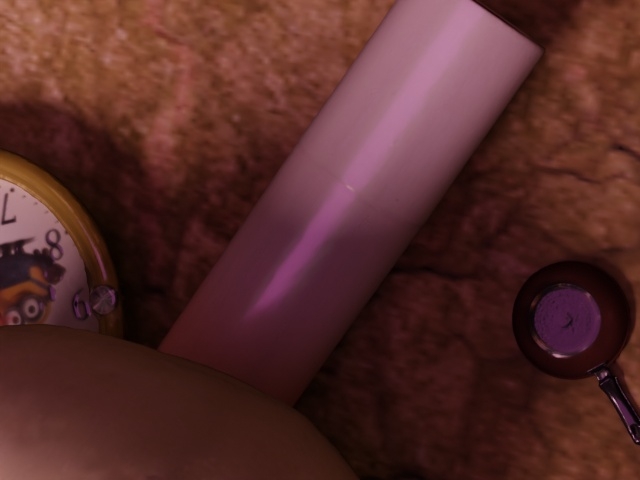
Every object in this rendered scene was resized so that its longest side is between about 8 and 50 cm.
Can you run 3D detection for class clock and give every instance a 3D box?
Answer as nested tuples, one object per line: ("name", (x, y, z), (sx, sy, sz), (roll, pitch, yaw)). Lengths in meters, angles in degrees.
("clock", (-0.218, 0.055, 1.003), (0.237, 0.057, 0.237), (0, 90, 20))

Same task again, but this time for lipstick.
("lipstick", (0.000, 0.000, 0.914), (0.087, 0.087, 0.327), (38, 101, 14))

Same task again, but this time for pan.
("pan", (0.153, 0.065, 0.898), (0.068, 0.023, 0.115), (-33, 80, 14))

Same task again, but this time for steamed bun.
("steamed bun", (-0.138, 0.217, 0.828), (0.312, 0.233, 0.334), (14, 129, 14))
